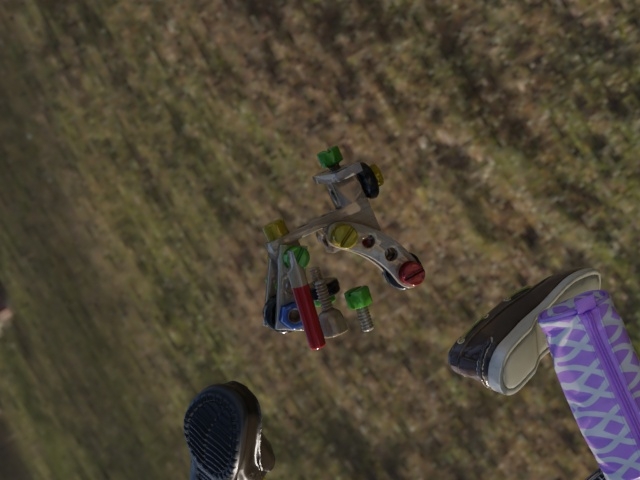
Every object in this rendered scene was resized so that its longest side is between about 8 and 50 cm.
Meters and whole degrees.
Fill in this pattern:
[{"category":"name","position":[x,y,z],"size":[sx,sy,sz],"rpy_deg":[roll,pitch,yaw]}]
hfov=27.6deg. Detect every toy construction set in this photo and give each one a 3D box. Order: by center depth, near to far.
[{"category":"toy construction set","position":[0.000,0.000,1.867],"size":[0.309,0.257,0.237],"rpy_deg":[-58,-47,-75]}]

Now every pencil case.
[{"category":"pencil case","position":[0.293,0.151,1.324],"size":[0.206,0.086,0.088],"rpy_deg":[64,-179,-2]}]

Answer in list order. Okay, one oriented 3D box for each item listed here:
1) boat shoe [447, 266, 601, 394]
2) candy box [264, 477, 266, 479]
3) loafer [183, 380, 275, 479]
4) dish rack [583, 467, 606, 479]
[{"category":"boat shoe","position":[0.310,0.119,1.924],"size":[0.096,0.324,0.117],"rpy_deg":[14,123,35]},{"category":"candy box","position":[-0.171,0.397,1.917],"size":[0.105,0.206,0.027],"rpy_deg":[-125,26,-44]},{"category":"loafer","position":[-0.089,0.213,1.328],"size":[0.080,0.078,0.220],"rpy_deg":[41,142,26]},{"category":"dish rack","position":[0.510,0.373,1.838],"size":[0.271,0.074,0.208],"rpy_deg":[32,132,-12]}]
